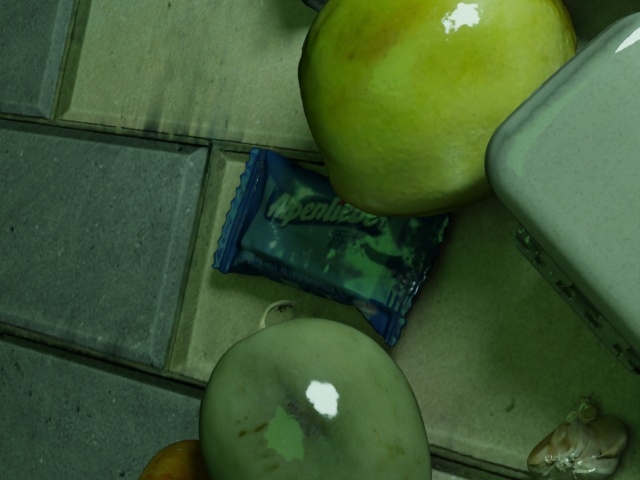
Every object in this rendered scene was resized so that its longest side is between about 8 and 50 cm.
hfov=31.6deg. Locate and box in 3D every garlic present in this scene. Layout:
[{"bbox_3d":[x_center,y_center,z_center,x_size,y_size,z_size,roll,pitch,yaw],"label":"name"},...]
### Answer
[{"bbox_3d":[0.279,0.231,1.222,0.113,0.094,0.074,-31,107,20],"label":"garlic"}]

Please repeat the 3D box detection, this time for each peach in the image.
[{"bbox_3d":[0.125,-0.183,1.268,0.316,0.281,0.314,-15,69,22],"label":"peach"}]

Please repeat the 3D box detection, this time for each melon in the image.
[{"bbox_3d":[-0.004,0.229,1.302,0.308,0.272,0.272,40,105,9],"label":"melon"}]

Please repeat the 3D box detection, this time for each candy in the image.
[{"bbox_3d":[0.000,0.000,1.445,0.331,0.077,0.187,19,86,33],"label":"candy"}]

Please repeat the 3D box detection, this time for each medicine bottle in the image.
[{"bbox_3d":[0.353,-0.024,1.094,0.282,0.123,0.375,-42,89,7],"label":"medicine bottle"}]

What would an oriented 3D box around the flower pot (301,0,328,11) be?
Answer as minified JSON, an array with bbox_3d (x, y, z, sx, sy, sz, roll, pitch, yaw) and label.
[{"bbox_3d":[0.063,-0.391,1.447,0.229,0.103,0.108,-23,71,27],"label":"flower pot"}]

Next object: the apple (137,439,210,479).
[{"bbox_3d":[-0.158,0.370,1.409,0.173,0.210,0.235,21,127,10],"label":"apple"}]
